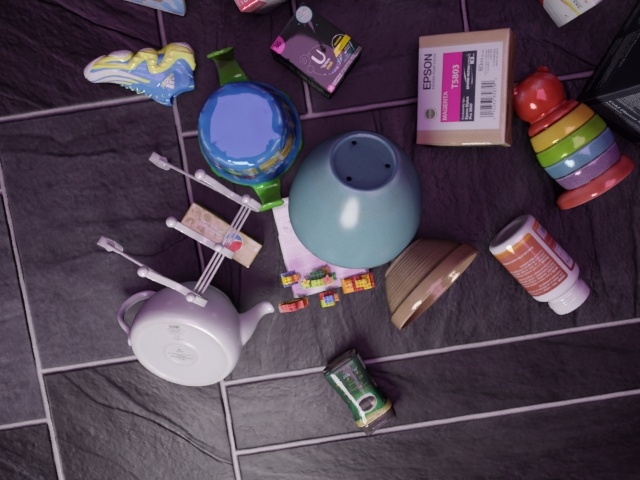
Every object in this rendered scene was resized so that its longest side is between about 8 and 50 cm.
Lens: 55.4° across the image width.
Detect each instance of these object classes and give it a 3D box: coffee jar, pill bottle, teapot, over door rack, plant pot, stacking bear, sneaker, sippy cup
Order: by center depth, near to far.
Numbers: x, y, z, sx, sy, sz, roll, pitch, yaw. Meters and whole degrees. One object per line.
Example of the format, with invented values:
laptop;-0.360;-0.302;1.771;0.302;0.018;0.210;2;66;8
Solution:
plant pot;0.077;-0.111;1.237;0.290;0.195;0.290;1;67;-2
over door rack;-0.306;-0.037;1.242;0.324;0.108;0.240;25;82;31
sippy cup;-0.154;-0.229;1.265;0.305;0.224;0.240;37;94;-4
plant pot;0.217;0.072;1.309;0.237;0.237;0.110;-45;74;3
stacking bear;0.522;-0.234;1.316;0.175;0.164;0.289;-37;90;2
sneaker;-0.383;-0.346;1.317;0.240;0.091;0.126;-13;96;-1
teapot;-0.280;0.178;1.326;0.256;0.187;0.252;38;125;-21
pill bottle;0.489;0.056;1.353;0.121;0.121;0.216;-43;94;3
coffee jar;0.092;0.348;1.393;0.096;0.079;0.184;-33;94;-1

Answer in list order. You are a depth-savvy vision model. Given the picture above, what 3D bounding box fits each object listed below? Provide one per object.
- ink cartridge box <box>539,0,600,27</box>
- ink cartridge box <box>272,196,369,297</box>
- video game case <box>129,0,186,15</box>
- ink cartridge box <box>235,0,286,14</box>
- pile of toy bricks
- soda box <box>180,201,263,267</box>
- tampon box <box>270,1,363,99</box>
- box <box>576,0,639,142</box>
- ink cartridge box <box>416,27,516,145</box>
ink cartridge box;0.523;-0.538;1.272;0.072;0.175;0.127;-39;94;2
ink cartridge box;0.000;0.000;1.379;0.180;0.056;0.225;-14;90;0
video game case;-0.388;-0.557;1.251;0.212;0.193;0.023;15;71;-2
ink cartridge box;-0.070;-0.556;1.239;0.217;0.158;0.092;-26;100;21
pile of toy bricks;0.006;0.085;1.302;0.212;0.105;0.118;-14;91;1
soda box;-0.220;-0.014;1.366;0.181;0.058;0.061;33;94;-4
tampon box;-0.008;-0.404;1.312;0.161;0.101;0.120;35;93;-4
box;0.736;-0.391;1.221;0.178;0.312;0.343;31;94;-4
ink cartridge box;0.308;-0.317;1.296;0.193;0.088;0.235;3;96;26
